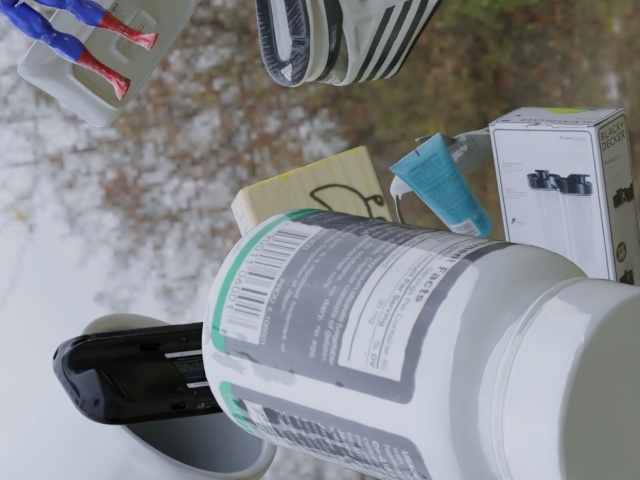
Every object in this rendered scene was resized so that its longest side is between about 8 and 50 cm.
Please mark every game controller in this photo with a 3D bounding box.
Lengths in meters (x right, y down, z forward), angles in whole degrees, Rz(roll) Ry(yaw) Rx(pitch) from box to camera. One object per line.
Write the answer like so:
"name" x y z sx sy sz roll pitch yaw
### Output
"game controller" -0.162 0.159 1.963 0.166 0.319 0.067 54 139 44

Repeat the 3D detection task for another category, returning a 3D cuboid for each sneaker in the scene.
"sneaker" 0.031 -0.431 2.286 0.169 0.257 0.448 -20 74 57

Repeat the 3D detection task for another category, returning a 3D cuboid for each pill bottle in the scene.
"pill bottle" 0.094 0.094 1.231 0.204 0.361 0.204 -11 -74 -42

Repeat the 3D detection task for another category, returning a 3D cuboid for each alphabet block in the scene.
"alphabet block" 0.000 0.000 2.215 0.193 0.192 0.197 148 101 -80

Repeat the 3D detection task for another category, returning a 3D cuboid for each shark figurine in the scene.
"shark figurine" 0.177 -0.087 2.543 0.166 0.278 0.116 -3 -110 -42

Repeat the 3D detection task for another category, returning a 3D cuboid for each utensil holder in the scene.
"utensil holder" -0.295 0.354 2.307 0.385 0.327 0.328 -55 13 24

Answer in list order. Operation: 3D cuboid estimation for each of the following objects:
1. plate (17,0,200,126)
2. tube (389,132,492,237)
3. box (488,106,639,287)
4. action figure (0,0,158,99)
"plate" -0.270 -0.295 2.217 0.277 0.045 0.278 -54 -20 -1
"tube" 0.170 -0.066 2.166 0.052 0.080 0.207 53 -176 41
"box" 0.335 -0.030 2.143 0.087 0.169 0.290 -29 -66 -45
"action figure" -0.297 -0.239 1.566 0.091 0.280 0.139 -59 11 5
